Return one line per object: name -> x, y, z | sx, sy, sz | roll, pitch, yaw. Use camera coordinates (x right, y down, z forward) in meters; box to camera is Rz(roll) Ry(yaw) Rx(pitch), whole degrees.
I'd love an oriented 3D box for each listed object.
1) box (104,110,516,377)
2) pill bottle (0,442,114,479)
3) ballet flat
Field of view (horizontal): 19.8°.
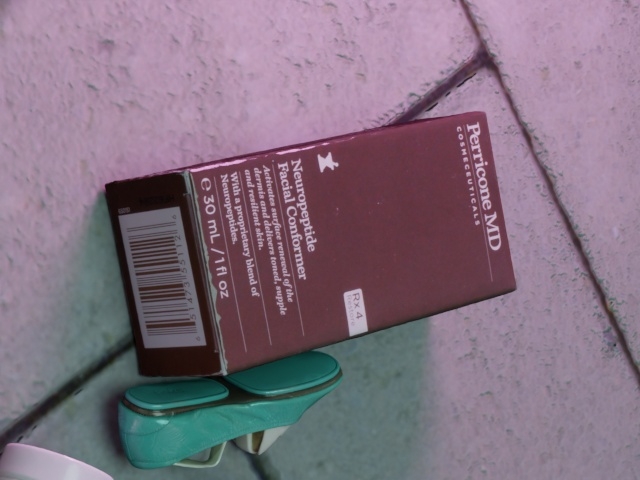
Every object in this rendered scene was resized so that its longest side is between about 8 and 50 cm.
box -> 0.000, 0.000, 1.751 | 0.381, 0.143, 0.191 | -15, 96, -41
pill bottle -> -0.252, 0.283, 1.533 | 0.119, 0.119, 0.208 | 31, 69, -34
ballet flat -> -0.087, 0.163, 1.716 | 0.247, 0.083, 0.087 | -10, 117, -39
